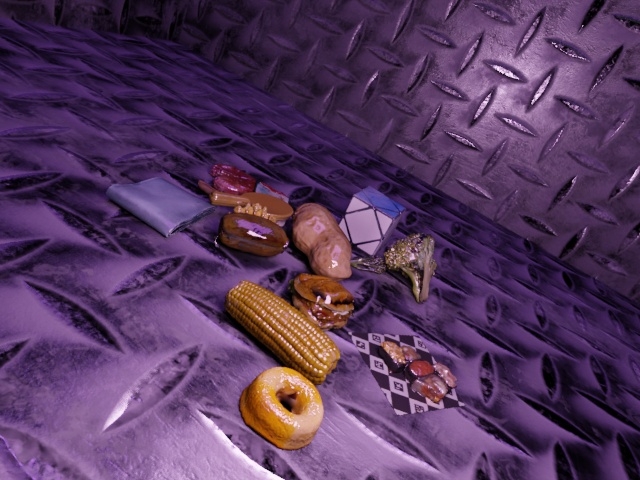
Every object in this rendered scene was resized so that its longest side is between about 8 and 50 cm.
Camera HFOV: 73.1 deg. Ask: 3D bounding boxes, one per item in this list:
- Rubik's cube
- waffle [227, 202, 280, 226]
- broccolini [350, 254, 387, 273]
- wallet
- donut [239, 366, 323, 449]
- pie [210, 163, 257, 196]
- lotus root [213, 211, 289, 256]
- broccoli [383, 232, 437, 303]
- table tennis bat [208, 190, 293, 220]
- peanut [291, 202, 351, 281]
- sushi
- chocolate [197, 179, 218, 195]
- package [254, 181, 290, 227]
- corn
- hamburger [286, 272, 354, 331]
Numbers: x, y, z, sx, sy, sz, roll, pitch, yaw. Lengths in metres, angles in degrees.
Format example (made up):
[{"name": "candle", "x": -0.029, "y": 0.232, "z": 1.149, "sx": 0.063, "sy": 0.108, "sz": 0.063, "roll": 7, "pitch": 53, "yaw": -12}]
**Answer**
[{"name": "Rubik's cube", "x": 0.216, "y": -0.085, "z": 1.855, "sx": 0.205, "sy": 0.207, "sz": 0.205, "roll": 33, "pitch": 26, "yaw": 13}, {"name": "waffle", "x": -0.236, "y": -0.051, "z": 1.528, "sx": 0.192, "sy": 0.161, "sz": 0.046, "roll": 50, "pitch": 16, "yaw": -23}, {"name": "broccolini", "x": 0.173, "y": 0.084, "z": 1.676, "sx": 0.203, "sy": 0.068, "sz": 0.091, "roll": 8, "pitch": 52, "yaw": -31}, {"name": "wallet", "x": -0.521, "y": -0.130, "z": 1.444, "sx": 0.252, "sy": 0.054, "sz": 0.290, "roll": 31, "pitch": 26, "yaw": 4}, {"name": "donut", "x": -0.079, "y": 0.361, "z": 0.959, "sx": 0.190, "sy": 0.074, "sz": 0.174, "roll": 42, "pitch": 30, "yaw": 25}, {"name": "pie", "x": -0.360, "y": -0.245, "z": 1.789, "sx": 0.205, "sy": 0.054, "sz": 0.218, "roll": 19, "pitch": 26, "yaw": -14}, {"name": "lotus root", "x": -0.225, "y": -0.019, "z": 1.435, "sx": 0.241, "sy": 0.124, "sz": 0.122, "roll": 16, "pitch": 40, "yaw": -20}, {"name": "broccoli", "x": 0.342, "y": 0.101, "z": 1.700, "sx": 0.181, "sy": 0.272, "sz": 0.243, "roll": 6, "pitch": -2, "yaw": 35}, {"name": "table tennis bat", "x": -0.251, "y": -0.139, "z": 1.598, "sx": 0.321, "sy": 0.050, "sz": 0.198, "roll": 5, "pitch": 29, "yaw": -29}, {"name": "peanut", "x": 0.000, "y": 0.000, "z": 1.547, "sx": 0.192, "sy": 0.169, "sz": 0.387, "roll": 24, "pitch": 24, "yaw": -41}, {"name": "sushi", "x": 0.270, "y": 0.363, "z": 1.284, "sx": 0.294, "sy": 0.059, "sz": 0.292, "roll": 7, "pitch": 33, "yaw": -32}, {"name": "chocolate", "x": -0.428, "y": -0.193, "z": 1.659, "sx": 0.101, "sy": 0.031, "sz": 0.064, "roll": 34, "pitch": 10, "yaw": 5}, {"name": "package", "x": -0.200, "y": -0.151, "z": 1.741, "sx": 0.166, "sy": 0.040, "sz": 0.231, "roll": 30, "pitch": 34, "yaw": -17}, {"name": "corn", "x": -0.104, "y": 0.226, "z": 1.117, "sx": 0.345, "sy": 0.131, "sz": 0.131, "roll": 35, "pitch": 28, "yaw": 17}, {"name": "hamburger", "x": 0.010, "y": 0.171, "z": 1.315, "sx": 0.183, "sy": 0.129, "sz": 0.206, "roll": 9, "pitch": 30, "yaw": -36}]
